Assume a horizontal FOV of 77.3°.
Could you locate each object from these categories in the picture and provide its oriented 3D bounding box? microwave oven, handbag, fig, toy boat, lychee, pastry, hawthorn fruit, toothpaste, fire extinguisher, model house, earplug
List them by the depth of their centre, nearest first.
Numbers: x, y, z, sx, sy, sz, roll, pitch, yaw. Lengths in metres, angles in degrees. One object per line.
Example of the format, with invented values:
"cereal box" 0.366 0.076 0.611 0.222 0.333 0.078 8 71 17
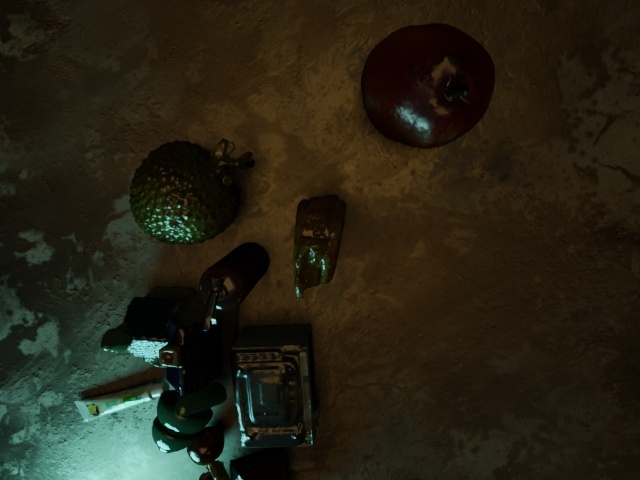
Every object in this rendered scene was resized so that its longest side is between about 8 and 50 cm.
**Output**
"hawthorn fruit" 0.248 -0.343 0.905 0.285 0.369 0.284 -3 116 -6
"fire extinguisher" -0.219 0.102 1.007 0.114 0.337 0.135 8 101 4
"lychee" -0.336 -0.121 1.021 0.320 0.270 0.270 -17 100 44
"pastry" 0.000 0.000 1.032 0.132 0.235 0.240 2 115 -1
"model house" -0.399 0.270 1.081 0.298 0.284 0.243 2 95 3
"earplug" -0.373 0.494 1.126 0.164 0.257 0.280 26 94 -26
"microwave oven" -0.124 0.410 1.134 0.238 0.181 0.295 -3 100 2
"handbag" -0.172 0.736 1.199 0.169 0.155 0.215 -10 103 -36
"toy boat" -0.318 0.744 1.214 0.088 0.068 0.226 -23 137 -29
"fig" -0.352 0.640 1.229 0.109 0.103 0.154 6 128 -9
"toothpaste" -0.616 0.494 1.243 0.314 0.056 0.058 -19 58 9
